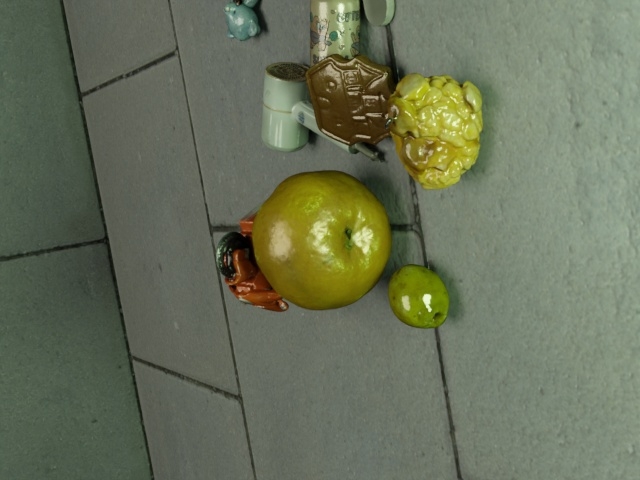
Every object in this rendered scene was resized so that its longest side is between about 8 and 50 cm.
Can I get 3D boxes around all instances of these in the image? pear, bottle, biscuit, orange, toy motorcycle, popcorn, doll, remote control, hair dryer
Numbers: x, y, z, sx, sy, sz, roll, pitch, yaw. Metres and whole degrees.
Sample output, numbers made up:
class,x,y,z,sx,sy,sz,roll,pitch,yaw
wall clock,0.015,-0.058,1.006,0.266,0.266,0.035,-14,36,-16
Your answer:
class,x,y,z,sx,sy,sz,roll,pitch,yaw
pear,0.177,0.102,1.647,0.131,0.107,0.107,51,141,33
bottle,0.026,-0.421,1.707,0.110,0.097,0.209,-70,-20,-67
biscuit,0.073,-0.257,1.677,0.215,0.034,0.182,6,125,33
orange,0.000,0.000,1.749,0.235,0.279,0.279,-3,98,61
toy motorcycle,-0.091,0.025,1.902,0.148,0.326,0.221,4,123,38
popcorn,0.190,-0.191,1.489,0.194,0.163,0.140,55,-178,-27
doll,-0.186,-0.544,2.060,0.120,0.075,0.179,11,111,55
remote control,0.093,-0.512,1.643,0.077,0.022,0.245,0,100,62
hair dryer,0.005,-0.224,1.848,0.357,0.108,0.173,38,135,40
